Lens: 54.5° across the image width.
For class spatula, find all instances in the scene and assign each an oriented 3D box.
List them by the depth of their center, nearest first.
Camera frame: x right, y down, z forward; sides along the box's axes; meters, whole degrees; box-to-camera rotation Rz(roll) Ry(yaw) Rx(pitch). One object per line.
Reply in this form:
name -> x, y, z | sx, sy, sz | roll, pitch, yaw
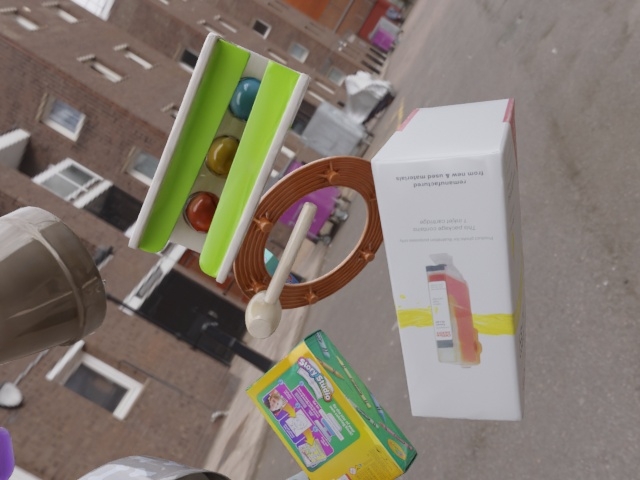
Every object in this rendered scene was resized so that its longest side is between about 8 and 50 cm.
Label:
spatula -> -0.583, 0.322, 0.882 | 0.030, 0.296, 0.084 | -54, -43, -83

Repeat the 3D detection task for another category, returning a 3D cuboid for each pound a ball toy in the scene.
pound a ball toy -> -0.095, -0.065, 0.785 | 0.136, 0.208, 0.319 | -96, 28, -76

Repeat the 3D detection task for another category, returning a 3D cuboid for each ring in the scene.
ring -> 0.000, 0.000, 1.122 | 0.337, 0.336, 0.032 | -57, 47, 18

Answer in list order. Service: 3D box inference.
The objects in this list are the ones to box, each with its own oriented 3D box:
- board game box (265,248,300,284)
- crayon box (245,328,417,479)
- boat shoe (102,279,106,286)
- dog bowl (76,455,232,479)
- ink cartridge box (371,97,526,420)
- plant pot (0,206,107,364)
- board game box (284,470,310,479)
board game box -> -0.134, 0.044, 1.376 | 0.047, 0.160, 0.210 | -48, -28, -7
crayon box -> 0.016, 0.320, 1.101 | 0.165, 0.278, 0.081 | -43, -12, 23
boat shoe -> -0.675, 0.133, 1.909 | 0.035, 0.100, 0.035 | -22, 9, -12
dog bowl -> -0.235, 0.413, 0.712 | 0.348, 0.102, 0.349 | -31, -51, -48
ink cartridge box -> 0.206, 0.020, 0.897 | 0.279, 0.160, 0.385 | -54, -42, -59
plant pot -> -0.666, 0.125, 1.290 | 0.280, 0.323, 0.323 | -37, -14, -49
board game box -> -0.093, 0.604, 1.339 | 0.224, 0.097, 0.303 | -48, -23, 16
